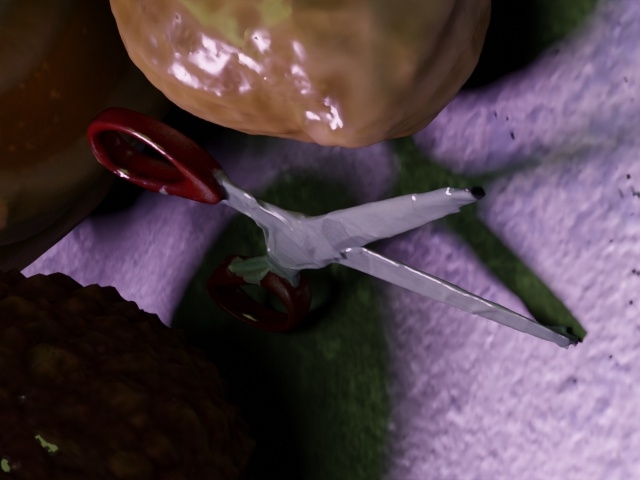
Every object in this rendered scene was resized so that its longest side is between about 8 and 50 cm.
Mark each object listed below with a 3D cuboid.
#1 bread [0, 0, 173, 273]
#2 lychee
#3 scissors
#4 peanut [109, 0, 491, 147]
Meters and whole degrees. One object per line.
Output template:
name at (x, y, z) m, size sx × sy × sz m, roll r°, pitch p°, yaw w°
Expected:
bread at (-0.213, -0.082, 0.883) m, size 0.341 × 0.210 × 0.300 m, roll -45°, pitch 28°, yaw 44°
lychee at (-0.175, 0.120, 0.740) m, size 0.271 × 0.271 × 0.271 m, roll -14°, pitch 73°, yaw 57°
scissors at (0.000, 0.000, 0.639) m, size 0.248 × 0.144 × 0.017 m, roll 7°, pitch 51°, yaw 51°
peanut at (-0.033, -0.136, 0.674) m, size 0.147 × 0.147 × 0.305 m, roll -64°, pitch 37°, yaw 29°
